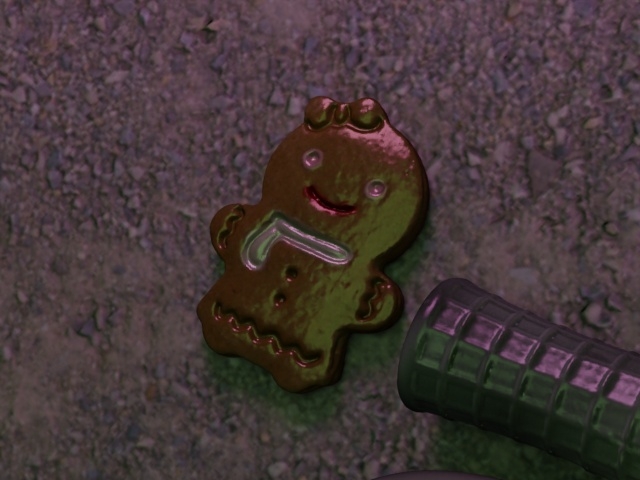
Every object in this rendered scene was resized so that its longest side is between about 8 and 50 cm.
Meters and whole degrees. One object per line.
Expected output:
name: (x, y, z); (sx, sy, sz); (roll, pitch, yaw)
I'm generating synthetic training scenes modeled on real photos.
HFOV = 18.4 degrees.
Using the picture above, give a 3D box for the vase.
vase: (0.210, 0.128, 1.491); (0.299, 0.143, 0.143); (20, 84, 25)

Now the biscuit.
biscuit: (-0.001, -0.001, 1.639); (0.184, 0.035, 0.249); (29, 87, 21)

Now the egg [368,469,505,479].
egg: (0.096, 0.261, 1.468); (0.264, 0.183, 0.183); (-4, 76, 11)
